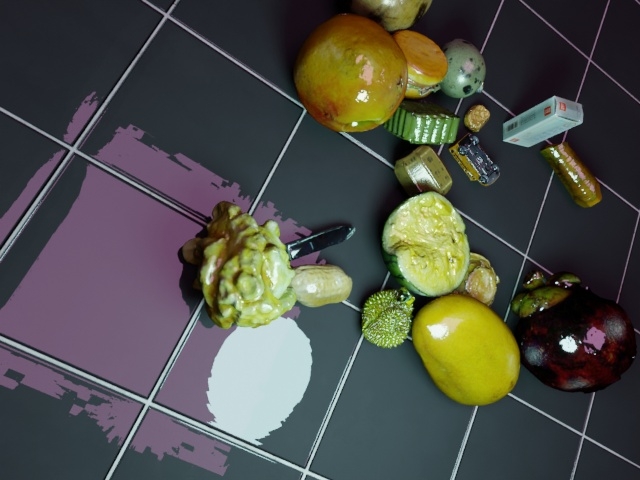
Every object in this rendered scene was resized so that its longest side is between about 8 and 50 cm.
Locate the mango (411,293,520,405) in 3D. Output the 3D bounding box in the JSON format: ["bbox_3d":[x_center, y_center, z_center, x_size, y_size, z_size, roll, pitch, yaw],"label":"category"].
[{"bbox_3d":[0.450,0.338,1.543,0.445,0.232,0.300,41,89,-27],"label":"mango"}]

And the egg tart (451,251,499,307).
[{"bbox_3d":[0.531,0.157,1.706,0.241,0.106,0.241,2,86,-23],"label":"egg tart"}]

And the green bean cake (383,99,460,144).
[{"bbox_3d":[0.336,-0.399,1.652,0.200,0.214,0.113,-2,119,-22],"label":"green bean cake"}]

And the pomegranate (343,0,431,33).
[{"bbox_3d":[0.226,-0.845,1.639,0.322,0.322,0.322,4,80,-22],"label":"pomegranate"}]

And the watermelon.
[{"bbox_3d":[0.319,0.017,1.597,0.330,0.189,0.331,0,90,-33],"label":"watermelon"}]

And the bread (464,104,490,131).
[{"bbox_3d":[0.588,-0.462,1.856,0.083,0.044,0.111,47,71,-8],"label":"bread"}]

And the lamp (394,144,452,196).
[{"bbox_3d":[0.345,-0.224,1.659,0.161,0.161,0.185,-40,104,-23],"label":"lamp"}]

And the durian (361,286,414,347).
[{"bbox_3d":[0.211,0.234,1.531,0.146,0.159,0.198,25,83,-50],"label":"durian"}]

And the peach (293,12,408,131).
[{"bbox_3d":[0.091,-0.520,1.519,0.290,0.372,0.373,10,75,-60],"label":"peach"}]

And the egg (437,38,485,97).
[{"bbox_3d":[0.497,-0.623,1.775,0.177,0.177,0.228,0,65,-22],"label":"egg"}]

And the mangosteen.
[{"bbox_3d":[0.838,0.316,1.688,0.380,0.421,0.381,-11,126,-15],"label":"mangosteen"}]

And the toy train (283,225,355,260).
[{"bbox_3d":[0.001,0.000,1.542,0.251,0.048,0.055,-18,99,-29],"label":"toy train"}]

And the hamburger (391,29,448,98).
[{"bbox_3d":[0.304,-0.581,1.681,0.246,0.170,0.246,14,55,-21],"label":"hamburger"}]

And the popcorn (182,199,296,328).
[{"bbox_3d":[-0.199,0.076,1.318,0.279,0.274,0.335,41,23,-38],"label":"popcorn"}]

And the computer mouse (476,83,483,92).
[{"bbox_3d":[0.584,-0.658,1.864,0.044,0.102,0.199,-18,88,14],"label":"computer mouse"}]

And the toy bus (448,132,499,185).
[{"bbox_3d":[0.559,-0.286,1.794,0.083,0.088,0.194,-40,96,-22],"label":"toy bus"}]

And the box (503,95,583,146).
[{"bbox_3d":[0.817,-0.434,1.825,0.135,0.269,0.079,8,78,-19],"label":"box"}]

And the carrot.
[{"bbox_3d":[1.005,-0.269,1.965,0.114,0.114,0.302,-41,96,-23],"label":"carrot"}]

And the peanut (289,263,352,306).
[{"bbox_3d":[-0.002,0.136,1.477,0.224,0.129,0.129,4,80,-24],"label":"peanut"}]
